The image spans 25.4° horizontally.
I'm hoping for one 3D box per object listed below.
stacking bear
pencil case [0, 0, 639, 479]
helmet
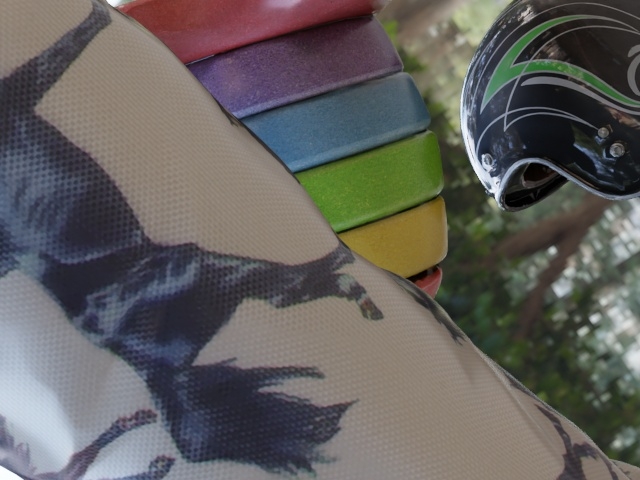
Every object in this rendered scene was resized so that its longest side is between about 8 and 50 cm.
[{"bbox_3d":[0.000,0.000,0.777,0.164,0.175,0.289,-42,-64,-81],"label":"stacking bear"},{"bbox_3d":[-0.035,0.042,0.512,0.410,0.160,0.183,42,-179,-13],"label":"pencil case"},{"bbox_3d":[0.174,-0.093,0.930,0.161,0.169,0.169,15,172,27],"label":"helmet"}]
